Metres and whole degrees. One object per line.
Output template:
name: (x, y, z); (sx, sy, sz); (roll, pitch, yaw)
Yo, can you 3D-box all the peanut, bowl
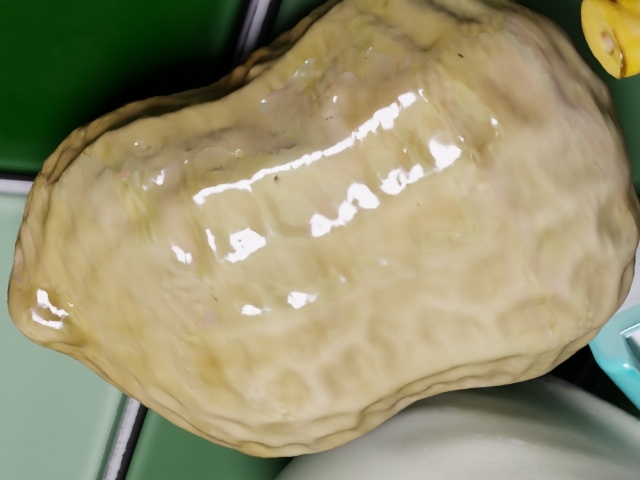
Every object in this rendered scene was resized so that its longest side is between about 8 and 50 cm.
peanut: (0.000, 0.000, 0.527); (0.233, 0.110, 0.196); (-23, 137, 7)
bowl: (0.107, 0.152, 0.640); (0.277, 0.277, 0.145); (40, 80, -42)

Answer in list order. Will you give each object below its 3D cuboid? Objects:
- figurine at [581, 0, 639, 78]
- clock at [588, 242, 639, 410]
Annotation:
figurine: (0.192, -0.121, 0.443); (0.240, 0.115, 0.174); (-13, 138, -1)
clock: (0.265, 0.030, 0.640); (0.231, 0.116, 0.262); (-27, 135, 21)
